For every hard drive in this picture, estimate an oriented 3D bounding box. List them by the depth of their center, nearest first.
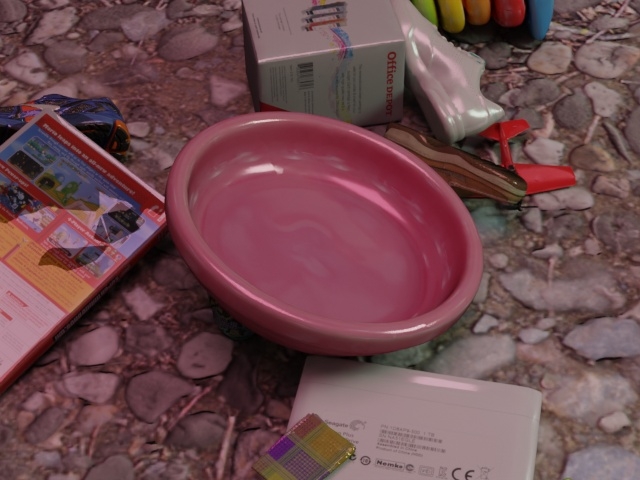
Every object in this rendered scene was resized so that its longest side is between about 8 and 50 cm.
[{"bbox_3d":[0.063,0.269,1.097,0.233,0.047,0.353,8,49,9],"label":"hard drive"}]

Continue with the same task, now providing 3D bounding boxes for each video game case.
[{"bbox_3d":[-0.316,0.007,1.307,0.204,0.025,0.285,37,65,14],"label":"video game case"}]

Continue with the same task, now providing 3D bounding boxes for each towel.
[{"bbox_3d":[-0.014,0.197,1.126,0.060,0.009,0.083,35,59,28],"label":"towel"}]

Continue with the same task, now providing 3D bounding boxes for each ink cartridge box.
[{"bbox_3d":[0.004,-0.216,1.477,0.176,0.128,0.127,-8,48,-7],"label":"ink cartridge box"}]

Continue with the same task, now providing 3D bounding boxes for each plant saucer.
[{"bbox_3d":[0.000,0.000,1.266,0.332,0.084,0.332,12,40,-10],"label":"plant saucer"}]

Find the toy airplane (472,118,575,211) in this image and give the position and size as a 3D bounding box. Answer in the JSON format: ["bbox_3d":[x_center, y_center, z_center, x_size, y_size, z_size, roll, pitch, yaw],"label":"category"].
[{"bbox_3d":[0.217,-0.090,1.425,0.151,0.028,0.151,-2,49,2],"label":"toy airplane"}]

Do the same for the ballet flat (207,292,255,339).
[{"bbox_3d":[-0.102,0.018,1.314,0.070,0.070,0.188,-17,50,-13],"label":"ballet flat"}]

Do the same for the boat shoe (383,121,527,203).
[{"bbox_3d":[0.143,-0.069,1.387,0.190,0.072,0.068,28,9,38],"label":"boat shoe"}]

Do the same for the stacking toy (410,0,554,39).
[{"bbox_3d":[0.128,-0.318,1.572,0.302,0.175,0.165,-18,52,4],"label":"stacking toy"}]

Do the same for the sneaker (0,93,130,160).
[{"bbox_3d":[-0.334,-0.129,1.451,0.221,0.083,0.087,1,39,-9],"label":"sneaker"}]

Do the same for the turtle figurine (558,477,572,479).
[{"bbox_3d":[0.292,0.295,0.974,0.198,0.274,0.266,6,32,-41],"label":"turtle figurine"}]

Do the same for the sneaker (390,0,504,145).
[{"bbox_3d":[0.147,-0.211,1.475,0.094,0.080,0.212,-20,65,-8],"label":"sneaker"}]
